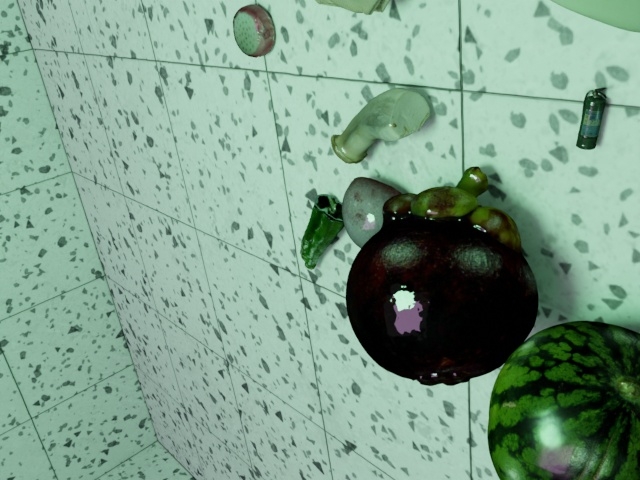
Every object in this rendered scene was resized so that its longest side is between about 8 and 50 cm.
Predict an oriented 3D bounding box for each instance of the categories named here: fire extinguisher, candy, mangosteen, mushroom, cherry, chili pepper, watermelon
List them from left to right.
[{"bbox_3d":[-0.136,-0.424,1.246,0.103,0.043,0.103,32,135,38],"label":"candy"},{"bbox_3d":[0.000,0.000,1.341,0.088,0.059,0.227,44,144,18],"label":"chili pepper"},{"bbox_3d":[0.093,-0.196,1.066,0.223,0.081,0.092,-16,79,58],"label":"mushroom"},{"bbox_3d":[0.118,-0.065,1.109,0.188,0.115,0.148,-43,49,41],"label":"cherry"},{"bbox_3d":[0.173,0.068,0.956,0.314,0.296,0.297,62,147,15],"label":"mangosteen"},{"bbox_3d":[0.349,-0.162,0.795,0.038,0.025,0.083,-123,26,-53],"label":"fire extinguisher"},{"bbox_3d":[0.363,0.252,0.820,0.285,0.285,0.285,32,135,38],"label":"watermelon"}]

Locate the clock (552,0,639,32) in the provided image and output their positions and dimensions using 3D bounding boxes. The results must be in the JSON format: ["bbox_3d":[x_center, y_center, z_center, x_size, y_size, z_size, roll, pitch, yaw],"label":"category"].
[{"bbox_3d":[0.258,-0.376,0.618,0.324,0.108,0.265,45,173,37],"label":"clock"}]

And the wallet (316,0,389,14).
[{"bbox_3d":[0.030,-0.501,0.913,0.275,0.068,0.335,-126,22,-45],"label":"wallet"}]
